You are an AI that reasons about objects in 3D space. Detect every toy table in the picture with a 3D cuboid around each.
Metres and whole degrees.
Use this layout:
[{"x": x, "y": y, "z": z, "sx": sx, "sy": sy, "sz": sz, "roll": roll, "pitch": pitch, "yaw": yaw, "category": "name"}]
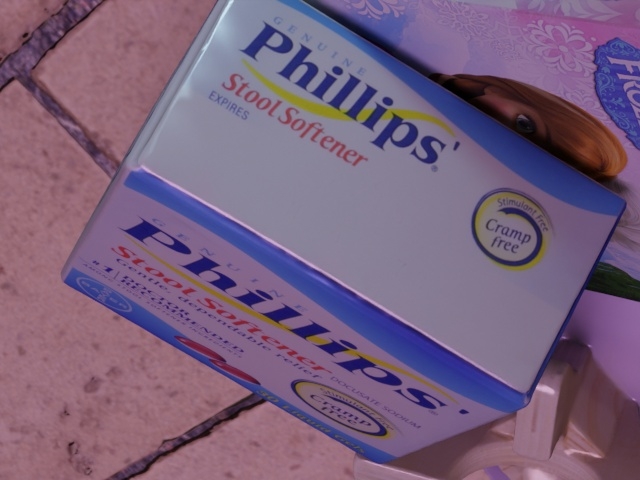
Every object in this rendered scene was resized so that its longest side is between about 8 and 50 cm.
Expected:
[{"x": 0.166, "y": 0.144, "z": 1.293, "sx": 0.252, "sy": 0.161, "sz": 0.274, "roll": 4, "pitch": 126, "yaw": 22, "category": "toy table"}]

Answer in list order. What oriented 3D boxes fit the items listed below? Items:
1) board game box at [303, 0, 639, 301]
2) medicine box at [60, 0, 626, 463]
[{"x": 0.126, "y": -0.074, "z": 1.086, "sx": 0.318, "sy": 0.066, "sz": 0.319, "roll": 13, "pitch": 155, "yaw": 34, "category": "board game box"}, {"x": 0.000, "y": 0.000, "z": 1.111, "sx": 0.263, "sy": 0.149, "sz": 0.289, "roll": 31, "pitch": 161, "yaw": -6, "category": "medicine box"}]
